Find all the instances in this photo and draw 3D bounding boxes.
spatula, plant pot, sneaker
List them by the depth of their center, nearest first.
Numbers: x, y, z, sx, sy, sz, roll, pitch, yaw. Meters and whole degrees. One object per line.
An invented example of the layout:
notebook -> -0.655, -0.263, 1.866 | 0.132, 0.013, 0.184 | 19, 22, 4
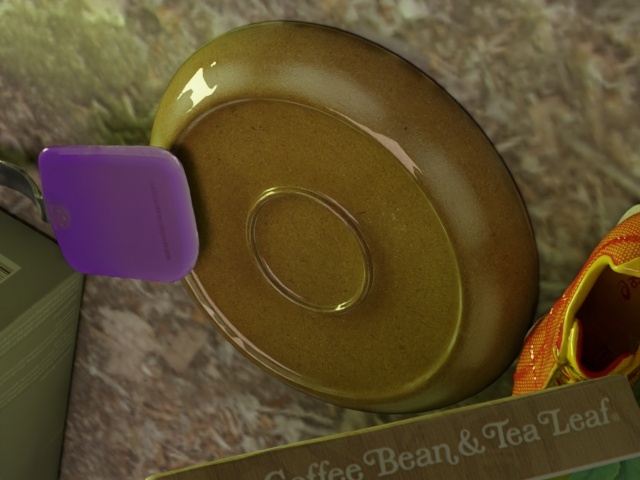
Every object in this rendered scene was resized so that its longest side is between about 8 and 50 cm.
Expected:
sneaker -> 0.125, 0.055, 0.765 | 0.064, 0.067, 0.175 | 29, 135, 14
plant pot -> 0.000, 0.000, 0.841 | 0.236, 0.032, 0.236 | 18, 129, 25
spatula -> -0.185, -0.034, 0.936 | 0.296, 0.030, 0.084 | 14, 126, 40

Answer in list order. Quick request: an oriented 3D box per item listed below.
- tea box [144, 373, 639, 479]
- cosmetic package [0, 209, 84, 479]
tea box -> 0.025, 0.275, 0.674 | 0.329, 0.220, 0.323 | -53, 51, 55
cosmetic package -> -0.232, 0.105, 1.020 | 0.107, 0.127, 0.238 | 31, 132, 14
